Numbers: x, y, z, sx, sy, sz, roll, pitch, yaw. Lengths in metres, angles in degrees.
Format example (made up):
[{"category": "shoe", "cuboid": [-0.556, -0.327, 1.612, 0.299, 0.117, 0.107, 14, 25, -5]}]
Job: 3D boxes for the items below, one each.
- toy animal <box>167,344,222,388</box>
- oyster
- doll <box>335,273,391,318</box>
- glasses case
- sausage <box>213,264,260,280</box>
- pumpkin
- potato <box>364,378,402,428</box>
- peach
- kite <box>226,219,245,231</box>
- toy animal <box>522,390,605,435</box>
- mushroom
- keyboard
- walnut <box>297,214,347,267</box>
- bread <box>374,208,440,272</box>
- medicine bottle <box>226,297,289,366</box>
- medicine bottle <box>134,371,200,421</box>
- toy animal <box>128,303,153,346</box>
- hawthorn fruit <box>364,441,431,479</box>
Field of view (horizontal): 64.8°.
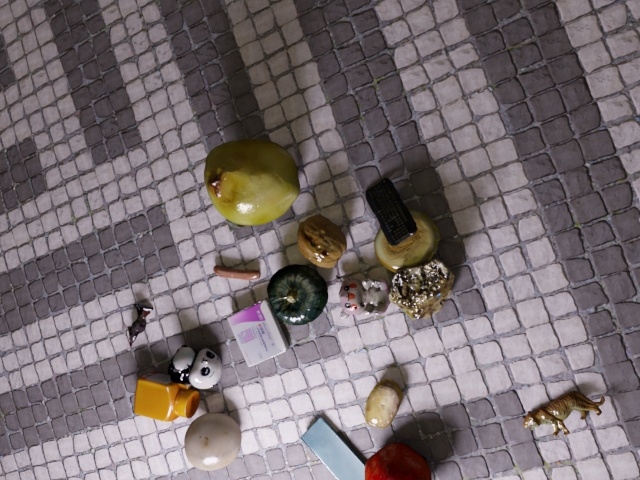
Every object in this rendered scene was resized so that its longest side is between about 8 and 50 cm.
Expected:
[{"category": "toy animal", "cuboid": [-0.444, 0.455, 1.836, 0.179, 0.165, 0.138, 8, 137, 9]}, {"category": "oyster", "cuboid": [0.326, 0.165, 1.572, 0.214, 0.083, 0.222, -27, 122, 20]}, {"category": "doll", "cuboid": [0.140, 0.183, 1.669, 0.192, 0.095, 0.149, -2, 84, 20]}, {"category": "glasses case", "cuboid": [0.059, 0.739, 1.732, 0.105, 0.056, 0.266, -43, 78, -11]}, {"category": "sausage", "cuboid": [-0.308, 0.119, 1.839, 0.187, 0.043, 0.043, 5, 92, 18]}, {"category": "pumpkin", "cuboid": [-0.080, 0.183, 1.707, 0.212, 0.152, 0.211, -4, 75, 14]}, {"category": "potato", "cuboid": [0.206, 0.536, 1.659, 0.107, 0.080, 0.170, 18, 91, 18]}, {"category": "peach", "cuboid": [-0.226, -0.191, 1.670, 0.315, 0.315, 0.281, 5, 104, 4]}, {"category": "kite", "cuboid": [-0.276, -0.144, 1.839, 0.230, 0.012, 0.249, 25, 98, 12]}, {"category": "toy animal", "cuboid": [0.725, 0.516, 1.505, 0.241, 0.057, 0.099, -39, 79, 15]}, {"category": "mushroom", "cuboid": [-0.386, 0.729, 1.814, 0.205, 0.204, 0.204, 0, 91, 18]}, {"category": "keyboard", "cuboid": [0.221, -0.096, 1.606, 0.106, 0.016, 0.262, -34, 47, 14]}, {"category": "walnut", "cuboid": [0.000, 0.000, 1.686, 0.184, 0.155, 0.155, 42, 102, 8]}, {"category": "bread", "cuboid": [0.280, 0.006, 1.614, 0.214, 0.105, 0.213, -5, 77, 21]}, {"category": "medicine bottle", "cuboid": [-0.222, 0.328, 1.809, 0.171, 0.052, 0.200, -25, 85, 16]}, {"category": "medicine bottle", "cuboid": [-0.574, 0.591, 1.892, 0.222, 0.112, 0.149, 8, 93, 17]}, {"category": "toy animal", "cuboid": [-0.706, 0.327, 1.955, 0.202, 0.070, 0.105, -61, 32, 17]}, {"category": "hawthorn fruit", "cuboid": [0.244, 0.760, 1.576, 0.216, 0.249, 0.215, -1, 103, -5]}]
